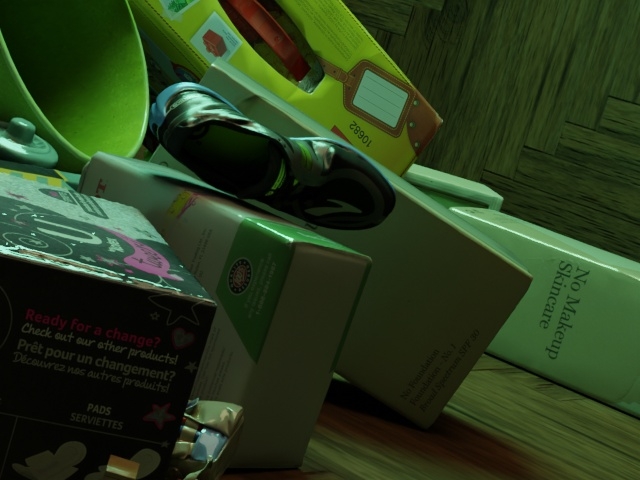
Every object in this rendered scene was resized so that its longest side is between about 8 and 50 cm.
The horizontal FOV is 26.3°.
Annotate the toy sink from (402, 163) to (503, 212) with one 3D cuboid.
[{"bbox_3d":[0.098,-0.025,1.794,0.234,0.153,0.131,17,9,-9],"label":"toy sink"}]

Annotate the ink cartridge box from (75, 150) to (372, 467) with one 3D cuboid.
[{"bbox_3d":[-0.088,0.044,0.943,0.212,0.154,0.093,23,8,39],"label":"ink cartridge box"}]

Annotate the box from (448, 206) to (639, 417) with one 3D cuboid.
[{"bbox_3d":[0.277,0.078,1.510,0.311,0.148,0.121,21,10,32],"label":"box"}]

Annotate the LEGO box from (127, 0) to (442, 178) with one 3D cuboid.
[{"bbox_3d":[-0.153,-0.248,1.653,0.500,0.193,0.372,46,-19,-27],"label":"LEGO box"}]

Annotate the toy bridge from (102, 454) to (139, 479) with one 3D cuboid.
[{"bbox_3d":[-0.183,0.109,0.637,0.188,0.063,0.026,17,8,-9],"label":"toy bridge"}]

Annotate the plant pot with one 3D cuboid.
[{"bbox_3d":[-0.362,-0.160,1.328,0.293,0.275,0.275,-16,-3,19],"label":"plant pot"}]

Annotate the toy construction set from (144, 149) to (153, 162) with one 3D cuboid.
[{"bbox_3d":[-0.207,-0.165,2.023,0.237,0.257,0.309,-27,-36,28],"label":"toy construction set"}]

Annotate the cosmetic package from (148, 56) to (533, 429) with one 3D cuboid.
[{"bbox_3d":[0.000,0.000,1.129,0.309,0.160,0.113,32,8,-7],"label":"cosmetic package"}]

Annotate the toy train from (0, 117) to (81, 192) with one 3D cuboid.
[{"bbox_3d":[-0.297,-0.021,1.068,0.190,0.142,0.334,40,17,35],"label":"toy train"}]

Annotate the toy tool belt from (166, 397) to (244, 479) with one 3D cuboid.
[{"bbox_3d":[-0.081,0.124,0.807,0.051,0.052,0.083,17,35,12],"label":"toy tool belt"}]

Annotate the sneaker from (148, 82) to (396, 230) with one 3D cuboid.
[{"bbox_3d":[-0.032,-0.046,0.950,0.188,0.067,0.078,23,23,-24],"label":"sneaker"}]

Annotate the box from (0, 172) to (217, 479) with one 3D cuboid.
[{"bbox_3d":[-0.172,0.049,0.786,0.163,0.142,0.247,14,9,-19],"label":"box"}]
